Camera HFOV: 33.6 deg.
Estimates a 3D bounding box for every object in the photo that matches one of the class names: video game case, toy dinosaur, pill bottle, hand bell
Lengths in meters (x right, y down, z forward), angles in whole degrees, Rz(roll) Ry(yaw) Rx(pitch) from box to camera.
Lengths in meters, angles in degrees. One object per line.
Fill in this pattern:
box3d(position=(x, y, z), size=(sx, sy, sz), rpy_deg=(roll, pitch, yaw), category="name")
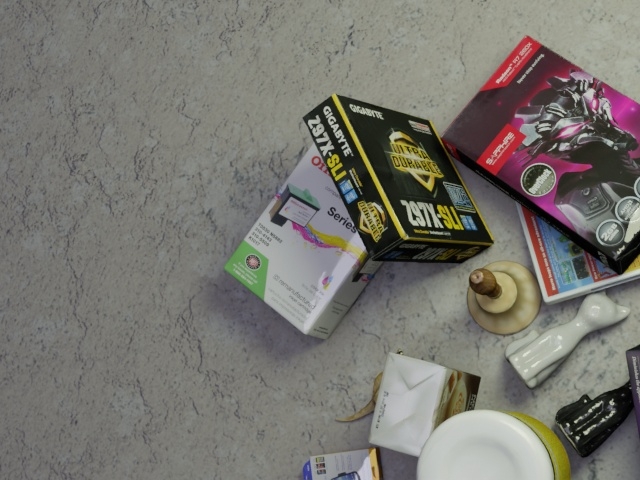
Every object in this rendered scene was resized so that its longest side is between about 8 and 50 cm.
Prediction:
box3d(position=(0.474, -0.030, 1.706), size=(0.285, 0.025, 0.204), rpy_deg=(-19, 63, 15), category="video game case")
box3d(position=(0.108, 0.269, 1.793), size=(0.183, 0.053, 0.092), rpy_deg=(-54, 40, 20), category="toy dinosaur")
box3d(position=(0.269, 0.346, 1.566), size=(0.188, 0.334, 0.188), rpy_deg=(-3, 80, 19), category="pill bottle")
box3d(position=(0.270, 0.077, 1.664), size=(0.126, 0.242, 0.126), rpy_deg=(-3, 80, 18), category="hand bell")

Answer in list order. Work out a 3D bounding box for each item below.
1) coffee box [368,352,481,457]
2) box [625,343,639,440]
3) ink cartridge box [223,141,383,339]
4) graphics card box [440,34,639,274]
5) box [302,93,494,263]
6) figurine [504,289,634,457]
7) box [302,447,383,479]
box3d(position=(0.168, 0.261, 1.664), size=(0.098, 0.246, 0.141), rpy_deg=(12, 86, 22), category="coffee box")
box3d(position=(0.561, 0.272, 1.522), size=(0.184, 0.103, 0.261), rpy_deg=(-10, 90, 37), category="box")
box3d(position=(0.000, 0.000, 1.840), size=(0.201, 0.117, 0.278), rpy_deg=(37, 93, 21), category="ink cartridge box")
box3d(position=(0.404, -0.143, 1.707), size=(0.371, 0.094, 0.233), rpy_deg=(40, 89, 27), category="graphics card box")
box3d(position=(0.133, -0.091, 1.700), size=(0.079, 0.322, 0.257), rpy_deg=(-33, 71, 28), category="box")
box3d(position=(0.432, 0.196, 1.677), size=(0.209, 0.092, 0.215), rpy_deg=(-37, 70, 2), category="figurine")
box3d(position=(0.038, 0.401, 1.804), size=(0.136, 0.028, 0.081), rpy_deg=(-11, 77, 20), category="box")
